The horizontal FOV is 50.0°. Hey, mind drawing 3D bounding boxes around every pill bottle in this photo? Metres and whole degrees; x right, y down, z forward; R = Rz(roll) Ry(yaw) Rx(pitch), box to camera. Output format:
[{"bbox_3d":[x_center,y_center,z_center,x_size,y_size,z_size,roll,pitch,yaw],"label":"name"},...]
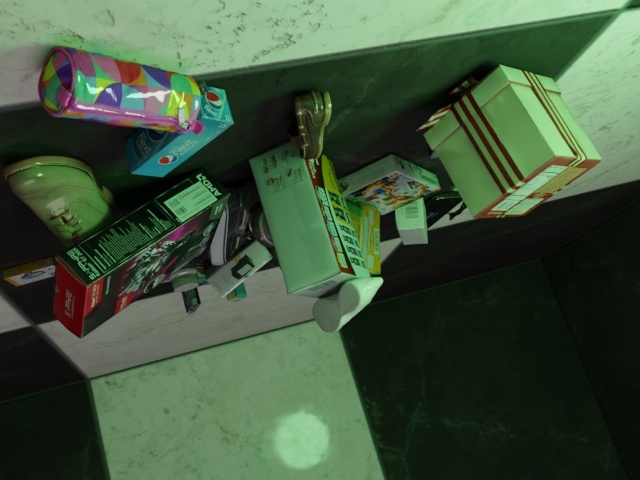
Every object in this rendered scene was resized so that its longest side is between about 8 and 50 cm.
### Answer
[{"bbox_3d":[-0.368,0.061,1.799,0.078,0.137,0.078,-16,165,-5],"label":"pill bottle"}]

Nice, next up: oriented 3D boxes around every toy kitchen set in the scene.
[{"bbox_3d":[-0.270,0.103,2.089,0.166,0.122,0.207,-25,163,28],"label":"toy kitchen set"}]

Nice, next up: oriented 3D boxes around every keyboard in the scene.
[{"bbox_3d":[0.397,-0.097,2.302,0.201,0.033,0.317,-5,163,-20],"label":"keyboard"}]

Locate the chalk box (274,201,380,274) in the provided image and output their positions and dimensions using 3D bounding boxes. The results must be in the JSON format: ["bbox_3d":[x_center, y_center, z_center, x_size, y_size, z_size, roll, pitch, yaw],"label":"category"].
[{"bbox_3d":[0.000,0.000,1.837,0.289,0.180,0.179,-2,172,20],"label":"chalk box"}]

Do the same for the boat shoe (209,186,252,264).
[{"bbox_3d":[-0.218,-0.028,1.677,0.119,0.121,0.335,-9,162,-13],"label":"boat shoe"}]

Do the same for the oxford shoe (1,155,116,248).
[{"bbox_3d":[-0.462,-0.057,1.280,0.123,0.130,0.348,-19,165,5],"label":"oxford shoe"}]

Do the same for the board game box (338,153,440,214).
[{"bbox_3d":[0.178,-0.143,1.840,0.193,0.053,0.305,-24,163,26],"label":"board game box"}]

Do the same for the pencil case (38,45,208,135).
[{"bbox_3d":[-0.280,-0.212,0.997,0.236,0.104,0.104,1,157,-47],"label":"pencil case"}]

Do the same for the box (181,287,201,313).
[{"bbox_3d":[-0.395,0.141,2.056,0.027,0.137,0.094,-9,164,-27],"label":"box"}]

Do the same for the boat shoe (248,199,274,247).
[{"bbox_3d":[-0.115,-0.047,1.611,0.095,0.112,0.335,-10,-170,16],"label":"boat shoe"}]

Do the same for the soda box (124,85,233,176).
[{"bbox_3d":[-0.248,-0.186,1.184,0.210,0.067,0.071,-29,161,36],"label":"soda box"}]

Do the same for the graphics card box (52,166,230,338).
[{"bbox_3d":[-0.365,0.023,1.408,0.371,0.094,0.233,-40,168,-37],"label":"graphics card box"}]

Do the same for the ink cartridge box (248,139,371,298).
[{"bbox_3d":[-0.007,-0.036,1.523,0.130,0.309,0.272,-22,165,18],"label":"ink cartridge box"}]

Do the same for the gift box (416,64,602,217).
[{"bbox_3d":[0.376,-0.202,1.448,0.276,0.258,0.255,-38,156,34],"label":"gift box"}]

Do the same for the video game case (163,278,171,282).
[{"bbox_3d":[-0.533,0.100,1.976,0.274,0.026,0.196,-10,163,-28],"label":"video game case"}]

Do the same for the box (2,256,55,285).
[{"bbox_3d":[-0.700,0.075,1.694,0.136,0.028,0.081,-18,165,-8],"label":"box"}]

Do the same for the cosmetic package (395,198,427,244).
[{"bbox_3d":[0.278,-0.065,2.090,0.085,0.117,0.231,-4,166,10],"label":"cosmetic package"}]

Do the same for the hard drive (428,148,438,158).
[{"bbox_3d":[0.325,-0.248,1.691,0.094,0.022,0.135,-15,165,-7],"label":"hard drive"}]

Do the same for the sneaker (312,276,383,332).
[{"bbox_3d":[0.062,0.136,1.485,0.094,0.080,0.212,-22,169,-37],"label":"sneaker"}]

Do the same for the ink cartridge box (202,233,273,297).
[{"bbox_3d":[-0.225,0.054,1.857,0.175,0.072,0.127,-39,-157,1],"label":"ink cartridge box"}]

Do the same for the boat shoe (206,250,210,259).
[{"bbox_3d":[-0.302,0.024,1.928,0.038,0.046,0.125,-9,155,-12],"label":"boat shoe"}]

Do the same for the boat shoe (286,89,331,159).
[{"bbox_3d":[-0.030,-0.218,1.315,0.073,0.073,0.207,-12,157,-12],"label":"boat shoe"}]

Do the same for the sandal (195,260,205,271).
[{"bbox_3d":[-0.386,0.053,1.911,0.180,0.049,0.072,9,164,-32],"label":"sandal"}]
